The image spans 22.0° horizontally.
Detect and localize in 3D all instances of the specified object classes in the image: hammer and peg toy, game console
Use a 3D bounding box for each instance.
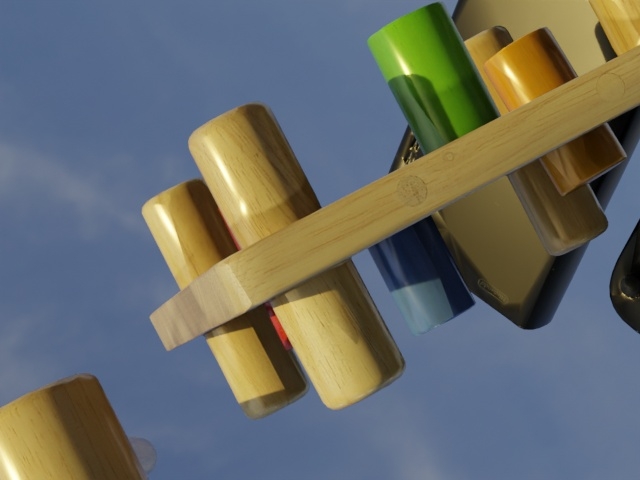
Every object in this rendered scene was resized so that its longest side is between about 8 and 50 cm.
[{"bbox_3d":[0.000,0.000,0.747,0.361,0.266,0.127,-28,-91,-13],"label":"hammer and peg toy"},{"bbox_3d":[0.201,-0.010,0.929,0.361,0.213,0.044,36,-148,26],"label":"game console"}]
